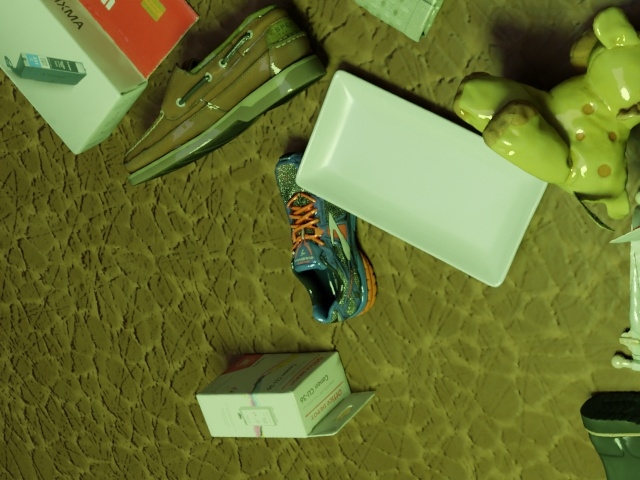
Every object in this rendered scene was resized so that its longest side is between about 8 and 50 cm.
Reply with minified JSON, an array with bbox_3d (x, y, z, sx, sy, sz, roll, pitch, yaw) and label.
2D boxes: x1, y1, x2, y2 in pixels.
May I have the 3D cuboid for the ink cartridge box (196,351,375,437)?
[{"bbox_3d":[-0.043,0.195,1.575,0.198,0.115,0.067,-6,110,35],"label":"ink cartridge box"}]

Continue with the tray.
[{"bbox_3d":[0.110,-0.071,1.367,0.270,0.030,0.145,28,109,19],"label":"tray"}]

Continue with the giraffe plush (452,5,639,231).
[{"bbox_3d":[0.259,-0.134,1.175,0.210,0.181,0.170,46,110,35],"label":"giraffe plush"}]

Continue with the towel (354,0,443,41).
[{"bbox_3d":[0.047,-0.403,1.245,0.324,0.056,0.312,38,126,15],"label":"towel"}]

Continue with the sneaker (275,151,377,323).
[{"bbox_3d":[0.000,0.000,1.459,0.083,0.087,0.221,-13,106,37],"label":"sneaker"}]

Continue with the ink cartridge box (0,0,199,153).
[{"bbox_3d":[-0.325,-0.296,1.536,0.296,0.066,0.261,49,132,2],"label":"ink cartridge box"}]

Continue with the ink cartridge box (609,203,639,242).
[{"bbox_3d":[0.348,-0.046,1.127,0.145,0.179,0.045,-28,75,32],"label":"ink cartridge box"}]

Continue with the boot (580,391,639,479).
[{"bbox_3d":[0.390,0.241,1.343,0.198,0.077,0.137,5,122,47],"label":"boot"}]

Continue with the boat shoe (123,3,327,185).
[{"bbox_3d":[-0.129,-0.169,1.454,0.307,0.111,0.104,-29,92,31],"label":"boat shoe"}]

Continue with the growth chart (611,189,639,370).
[{"bbox_3d":[0.390,0.052,1.266,0.172,0.021,0.237,14,121,27],"label":"growth chart"}]
